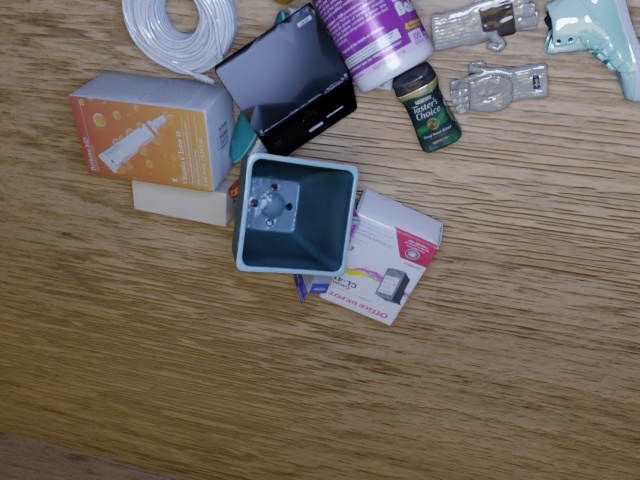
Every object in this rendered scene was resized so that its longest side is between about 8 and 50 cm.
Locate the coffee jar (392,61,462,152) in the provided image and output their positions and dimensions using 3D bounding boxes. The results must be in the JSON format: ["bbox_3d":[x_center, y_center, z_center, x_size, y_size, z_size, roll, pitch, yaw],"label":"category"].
[{"bbox_3d":[0.233,-0.292,1.229,0.096,0.079,0.184,-22,116,24],"label":"coffee jar"}]

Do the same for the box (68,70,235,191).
[{"bbox_3d":[-0.400,-0.273,1.383,0.345,0.168,0.215,9,127,11],"label":"box"}]

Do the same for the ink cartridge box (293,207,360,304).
[{"bbox_3d":[0.000,0.000,1.449,0.065,0.186,0.311,5,132,-25],"label":"ink cartridge box"}]

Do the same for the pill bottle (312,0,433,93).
[{"bbox_3d":[0.083,-0.457,1.085,0.169,0.169,0.302,-24,103,30],"label":"pill bottle"}]

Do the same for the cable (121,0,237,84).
[{"bbox_3d":[-0.309,-0.502,1.240,0.257,0.089,0.257,19,127,4],"label":"cable"}]

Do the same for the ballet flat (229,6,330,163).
[{"bbox_3d":[-0.089,-0.324,1.282,0.147,0.147,0.409,27,129,-4],"label":"ballet flat"}]

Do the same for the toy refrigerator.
[{"bbox_3d":[-0.368,-0.125,1.531,0.269,0.094,0.102,10,121,9],"label":"toy refrigerator"}]

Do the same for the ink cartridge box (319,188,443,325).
[{"bbox_3d":[0.153,0.050,1.472,0.226,0.131,0.306,22,127,0],"label":"ink cartridge box"}]

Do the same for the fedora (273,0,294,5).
[{"bbox_3d":[-0.116,-0.547,1.097,0.194,0.079,0.194,44,152,31],"label":"fedora"}]

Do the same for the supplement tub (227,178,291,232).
[{"bbox_3d":[-0.149,-0.086,1.474,0.117,0.117,0.190,-28,113,32],"label":"supplement tub"}]

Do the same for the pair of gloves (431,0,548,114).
[{"bbox_3d":[0.350,-0.383,1.152,0.204,0.042,0.240,-13,122,21],"label":"pair of gloves"}]

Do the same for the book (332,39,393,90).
[{"bbox_3d":[0.093,-0.389,1.234,0.144,0.035,0.096,12,131,9],"label":"book"}]

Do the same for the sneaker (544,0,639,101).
[{"bbox_3d":[0.521,-0.365,1.077,0.151,0.094,0.256,-22,107,23],"label":"sneaker"}]

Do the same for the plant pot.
[{"bbox_3d":[-0.083,-0.070,1.301,0.247,0.252,0.248,5,98,-19],"label":"plant pot"}]

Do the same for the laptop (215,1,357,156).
[{"bbox_3d":[-0.061,-0.322,1.200,0.234,0.264,0.137,-33,76,1],"label":"laptop"}]
